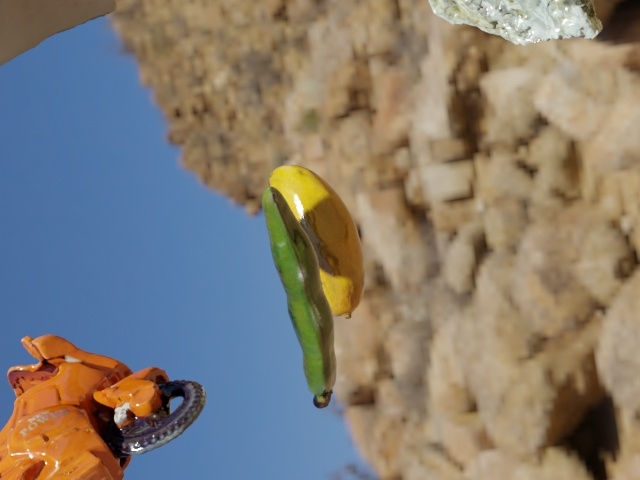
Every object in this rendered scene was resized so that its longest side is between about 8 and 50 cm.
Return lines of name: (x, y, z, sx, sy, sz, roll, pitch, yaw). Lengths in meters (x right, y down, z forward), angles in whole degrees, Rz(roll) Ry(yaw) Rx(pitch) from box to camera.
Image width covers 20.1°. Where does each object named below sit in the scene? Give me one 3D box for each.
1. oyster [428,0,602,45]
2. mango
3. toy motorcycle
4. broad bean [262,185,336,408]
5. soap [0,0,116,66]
oyster: (0.185, -0.251, 1.742, 0.064, 0.177, 0.125, -53, -35, -65)
mango: (0.000, 0.000, 2.065, 0.075, 0.098, 0.190, -19, -89, -51)
toy motorcycle: (-0.256, 0.197, 1.496, 0.221, 0.326, 0.147, 20, 142, 59)
broad bean: (-0.013, 0.067, 1.797, 0.060, 0.043, 0.297, -128, 20, -51)
soap: (-0.446, -0.486, 2.330, 0.350, 0.213, 0.435, 63, -178, -57)
